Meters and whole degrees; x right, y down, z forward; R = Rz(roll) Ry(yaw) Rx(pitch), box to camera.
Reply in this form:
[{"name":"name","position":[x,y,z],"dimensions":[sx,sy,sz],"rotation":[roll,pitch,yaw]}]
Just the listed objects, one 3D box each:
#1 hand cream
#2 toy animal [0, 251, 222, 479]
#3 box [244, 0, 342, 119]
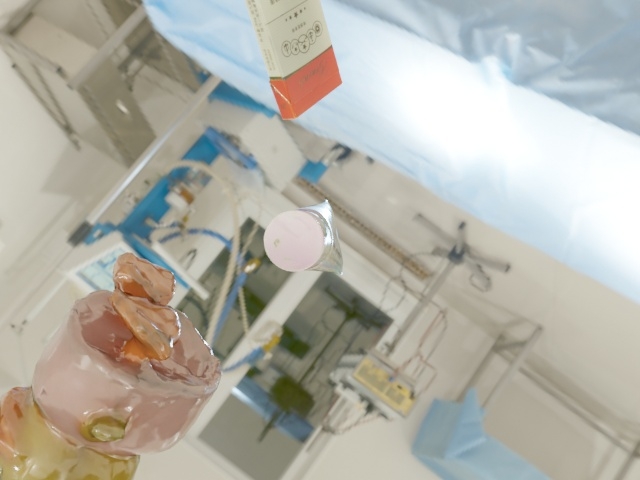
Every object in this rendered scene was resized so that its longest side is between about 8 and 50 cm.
[{"name":"hand cream","position":[0.000,0.000,1.083],"dimensions":[0.312,0.070,0.111],"rotation":[-14,-89,-79]},{"name":"toy animal","position":[-0.215,0.161,0.812],"dimensions":[0.169,0.281,0.195],"rotation":[40,-168,-25]},{"name":"box","position":[-0.044,-0.325,1.326],"dimensions":[0.035,0.139,0.245],"rotation":[9,129,38]}]
